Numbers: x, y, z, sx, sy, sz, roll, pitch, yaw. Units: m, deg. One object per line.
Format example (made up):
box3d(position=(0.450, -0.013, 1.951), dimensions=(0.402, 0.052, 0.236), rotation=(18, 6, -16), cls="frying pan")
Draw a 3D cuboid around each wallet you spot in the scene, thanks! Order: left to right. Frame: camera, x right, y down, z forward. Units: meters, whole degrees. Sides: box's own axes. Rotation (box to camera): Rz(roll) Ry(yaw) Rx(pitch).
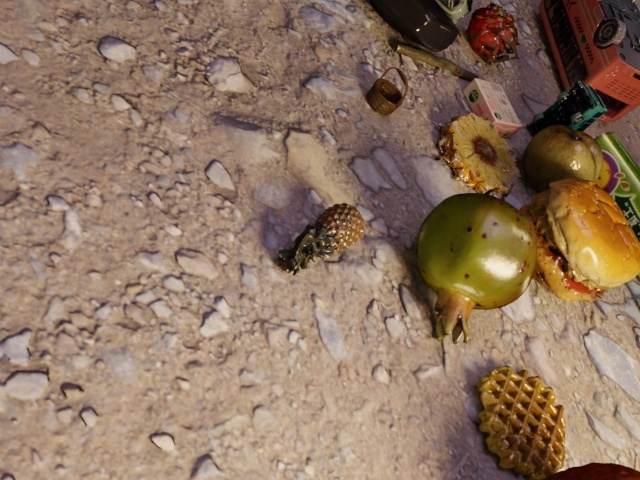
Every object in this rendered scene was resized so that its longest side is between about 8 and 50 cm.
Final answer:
box3d(position=(0.265, -0.578, 1.709), dimensions=(0.176, 0.075, 0.250), rotation=(52, 10, 5), cls="wallet")

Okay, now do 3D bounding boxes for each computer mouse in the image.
box3d(position=(0.172, -0.509, 1.640), dimensions=(0.170, 0.100, 0.269), rotation=(-5, 58, -55), cls="computer mouse")

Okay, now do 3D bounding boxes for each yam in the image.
box3d(position=(0.254, -0.388, 1.671), dimensions=(0.234, 0.029, 0.027), rotation=(12, 77, -32), cls="yam")

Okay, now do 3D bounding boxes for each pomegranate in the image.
box3d(position=(0.240, 0.036, 1.189), dimensions=(0.198, 0.198, 0.246), rotation=(32, 44, -13), cls="pomegranate")

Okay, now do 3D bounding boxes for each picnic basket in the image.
box3d(position=(0.133, -0.283, 1.446), dimensions=(0.072, 0.083, 0.072), rotation=(20, 47, -23), cls="picnic basket")

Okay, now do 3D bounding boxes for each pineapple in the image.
box3d(position=(0.000, 0.000, 1.128), dimensions=(0.074, 0.074, 0.159), rotation=(50, 45, 7), cls="pineapple")
box3d(position=(0.314, -0.170, 1.523), dimensions=(0.221, 0.047, 0.221), rotation=(20, 48, -24), cls="pineapple")

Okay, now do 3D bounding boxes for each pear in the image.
box3d(position=(0.506, -0.165, 1.597), dimensions=(0.167, 0.137, 0.167), rotation=(16, 32, -10), cls="pear")

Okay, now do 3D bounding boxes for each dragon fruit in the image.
box3d(position=(0.409, -0.484, 1.800), dimensions=(0.130, 0.121, 0.142), rotation=(-8, 86, -6), cls="dragon fruit")

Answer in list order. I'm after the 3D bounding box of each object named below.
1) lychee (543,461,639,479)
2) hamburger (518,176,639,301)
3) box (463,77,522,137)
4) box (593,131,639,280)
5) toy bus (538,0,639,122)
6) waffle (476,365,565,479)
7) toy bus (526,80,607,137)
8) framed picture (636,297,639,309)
box3d(position=(0.371, 0.411, 0.946), dimensions=(0.255, 0.299, 0.255), rotation=(-14, 107, -54), cls="lychee")
box3d(position=(0.483, -0.003, 1.430), dimensions=(0.244, 0.163, 0.245), rotation=(22, 44, -23), cls="hamburger")
box3d(position=(0.372, -0.286, 1.662), dimensions=(0.089, 0.043, 0.125), rotation=(5, 55, -35), cls="box")
box3d(position=(0.669, -0.057, 1.640), dimensions=(0.097, 0.134, 0.346), rotation=(-9, 62, -44), cls="box")
box3d(position=(0.722, -0.529, 1.997), dimensions=(0.203, 0.233, 0.427), rotation=(17, 50, -27), cls="toy bus")
box3d(position=(0.308, 0.273, 1.165), dimensions=(0.191, 0.038, 0.191), rotation=(20, 48, -23), cls="waffle")
box3d(position=(0.551, -0.274, 1.703), dimensions=(0.091, 0.160, 0.079), rotation=(-1, 58, -40), cls="toy bus")
box3d(position=(0.778, 0.209, 1.594), dimensions=(0.273, 0.016, 0.217), rotation=(1, 57, -36), cls="framed picture")
